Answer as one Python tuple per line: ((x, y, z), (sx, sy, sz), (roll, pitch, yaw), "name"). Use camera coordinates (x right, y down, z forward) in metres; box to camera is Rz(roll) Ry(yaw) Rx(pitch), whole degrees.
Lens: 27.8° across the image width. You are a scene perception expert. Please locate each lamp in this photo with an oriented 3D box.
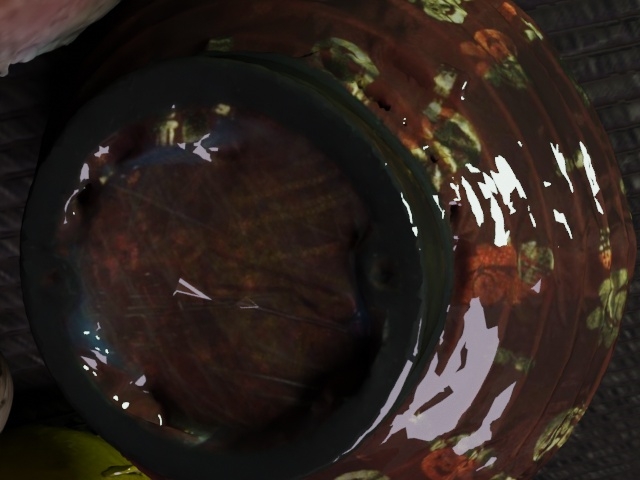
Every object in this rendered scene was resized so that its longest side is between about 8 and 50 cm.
((0.000, 0.000, 0.507), (0.247, 0.247, 0.247), (-13, 145, -9), "lamp")

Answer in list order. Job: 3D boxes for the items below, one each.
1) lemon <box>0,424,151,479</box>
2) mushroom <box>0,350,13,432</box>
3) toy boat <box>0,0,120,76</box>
((-0.158, 0.190, 0.727), (0.206, 0.173, 0.173), (-40, 141, 13), "lemon")
((-0.260, 0.095, 0.623), (0.223, 0.092, 0.081), (-16, 129, -18), "mushroom")
((-0.074, -0.180, 0.358), (0.206, 0.096, 0.282), (-2, 130, -45), "toy boat")
